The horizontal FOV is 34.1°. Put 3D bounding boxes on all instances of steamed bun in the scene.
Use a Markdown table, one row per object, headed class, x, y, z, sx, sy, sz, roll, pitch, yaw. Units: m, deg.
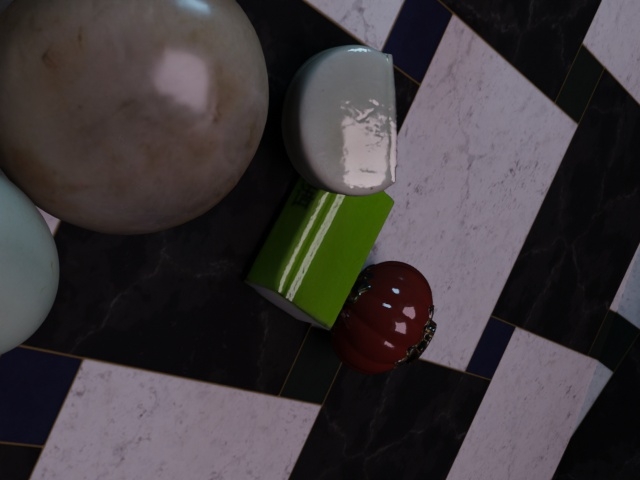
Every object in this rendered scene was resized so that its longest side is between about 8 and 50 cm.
| class | x | y | z | sx | sy | sz | roll | pitch | yaw |
| --- | --- | --- | --- | --- | --- | --- | --- | --- | --- |
| steamed bun | 0.026 | -0.192 | 1.679 | 0.164 | 0.146 | 0.241 | -4 | 96 | -15 |

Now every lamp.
| class | x | y | z | sx | sy | sz | roll | pitch | yaw |
| --- | --- | --- | --- | --- | --- | --- | --- | --- | --- |
| lamp | 0.109 | 0.140 | 1.964 | 0.227 | 0.227 | 0.227 | -27 | 129 | -39 |

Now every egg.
| class | x | y | z | sx | sy | sz | roll | pitch | yaw |
| --- | --- | --- | --- | --- | --- | --- | --- | --- | --- |
| egg | -0.435 | 0.015 | 1.195 | 0.230 | 0.230 | 0.371 | -55 | 162 | -12 |

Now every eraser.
| class | x | y | z | sx | sy | sz | roll | pitch | yaw |
| --- | --- | --- | --- | --- | --- | --- | --- | --- | --- |
| eraser | 0.000 | 0.000 | 1.842 | 0.210 | 0.092 | 0.274 | 38 | 78 | -51 |

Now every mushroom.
| class | x | y | z | sx | sy | sz | roll | pitch | yaw |
| --- | --- | --- | --- | --- | --- | --- | --- | --- | --- |
| mushroom | -0.249 | -0.190 | 1.333 | 0.362 | 0.294 | 0.362 | -9 | 122 | -14 |
